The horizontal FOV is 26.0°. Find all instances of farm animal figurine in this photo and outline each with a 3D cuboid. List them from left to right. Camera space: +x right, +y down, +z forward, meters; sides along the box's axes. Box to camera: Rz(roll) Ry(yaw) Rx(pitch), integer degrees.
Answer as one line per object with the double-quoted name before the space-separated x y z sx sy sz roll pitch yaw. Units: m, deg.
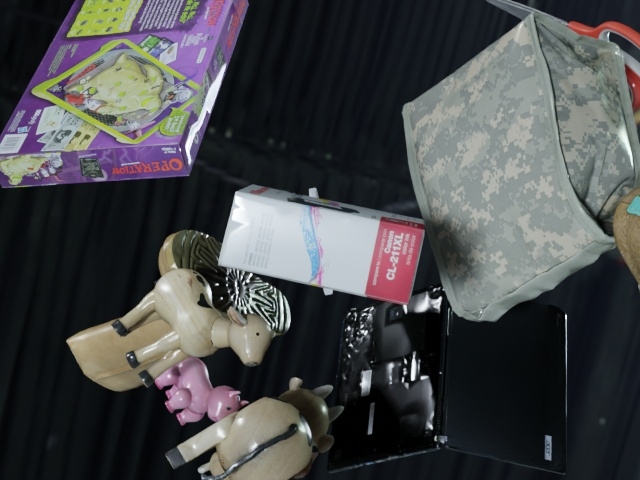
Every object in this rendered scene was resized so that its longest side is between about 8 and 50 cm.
"farm animal figurine" -0.070 0.188 1.478 0.330 0.172 0.327 58 -1 -13

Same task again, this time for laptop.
"laptop" 0.160 0.186 1.742 0.264 0.234 0.136 -19 -42 33

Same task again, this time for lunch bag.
"lunch bag" 0.233 -0.068 1.556 0.169 0.287 0.235 14 -32 -34

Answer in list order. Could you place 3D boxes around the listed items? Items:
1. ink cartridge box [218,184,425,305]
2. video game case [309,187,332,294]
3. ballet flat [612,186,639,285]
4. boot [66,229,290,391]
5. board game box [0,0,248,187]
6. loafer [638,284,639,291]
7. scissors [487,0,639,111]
"ink cartridge box" 0.004 0.001 1.285 0.175 0.072 0.127 12 6 3
"video game case" 0.000 0.000 1.701 0.011 0.087 0.122 -11 28 4
"ballet flat" 0.268 0.056 0.814 0.124 0.116 0.342 26 -6 46
"boot" -0.206 0.100 1.713 0.270 0.089 0.236 -20 -40 28
"board game box" -0.211 -0.182 1.529 0.208 0.056 0.346 -6 37 16
"loafer" 0.449 0.001 1.544 0.092 0.102 0.268 22 42 40
"scissors" 0.312 -0.270 1.738 0.021 0.109 0.297 -26 55 -27
